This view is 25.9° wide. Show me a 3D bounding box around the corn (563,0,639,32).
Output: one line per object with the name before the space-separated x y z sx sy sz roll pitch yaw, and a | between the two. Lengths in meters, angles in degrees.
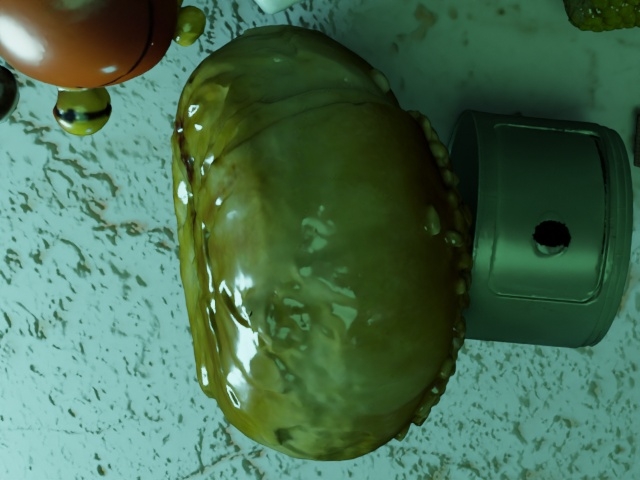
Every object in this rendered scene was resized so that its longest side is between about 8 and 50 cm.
corn | 0.383 -0.268 1.293 0.321 0.119 0.119 -16 120 7

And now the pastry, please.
pastry | 0.000 0.000 1.289 0.245 0.409 0.410 -8 122 -15

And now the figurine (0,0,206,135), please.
figurine | -0.253 -0.234 1.246 0.323 0.196 0.320 -13 114 17

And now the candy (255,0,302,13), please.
candy | 0.073 -0.349 1.183 0.358 0.208 0.145 -24 120 11

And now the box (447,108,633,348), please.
box | 0.203 -0.010 1.376 0.149 0.226 0.226 5 120 -5

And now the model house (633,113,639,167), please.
model house | 0.354 -0.089 1.434 0.058 0.057 0.083 -5 123 -4
